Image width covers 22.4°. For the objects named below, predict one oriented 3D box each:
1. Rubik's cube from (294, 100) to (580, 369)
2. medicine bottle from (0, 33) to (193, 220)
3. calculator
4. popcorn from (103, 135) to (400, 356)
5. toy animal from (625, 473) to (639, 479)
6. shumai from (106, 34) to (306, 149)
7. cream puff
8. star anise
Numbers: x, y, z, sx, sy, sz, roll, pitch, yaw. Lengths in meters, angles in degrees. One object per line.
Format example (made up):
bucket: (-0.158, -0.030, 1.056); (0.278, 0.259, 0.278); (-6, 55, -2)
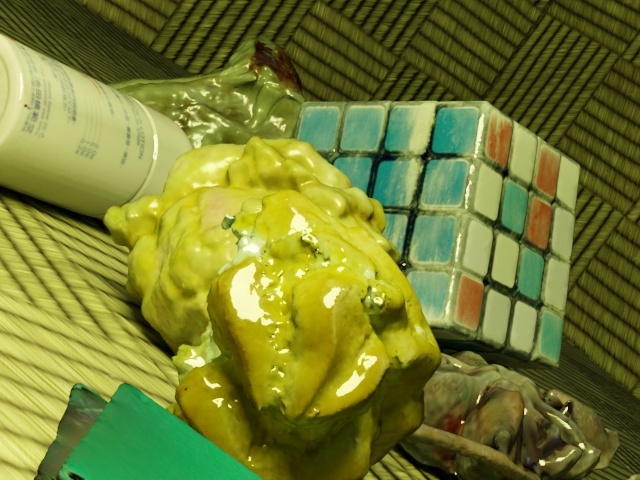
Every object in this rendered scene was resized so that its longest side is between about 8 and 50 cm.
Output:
Rubik's cube: (0.119, -0.002, 1.822); (0.256, 0.259, 0.253); (2, -16, 35)
medicine bottle: (-0.239, -0.096, 1.562); (0.130, 0.130, 0.341); (39, 8, 27)
calculator: (-0.039, 0.187, 0.869); (0.274, 0.058, 0.248); (35, 7, -5)
popcorn: (-0.046, 0.022, 1.376); (0.259, 0.212, 0.259); (44, 11, -11)
toy animal: (0.264, 0.300, 1.321); (0.272, 0.160, 0.197); (21, 16, -40)
shumai: (-0.158, -0.174, 2.071); (0.261, 0.222, 0.225); (17, 5, -10)
cream puff: (-0.016, 0.098, 1.099); (0.195, 0.221, 0.194); (11, 42, -10)
star anise: (0.146, 0.187, 1.597); (0.359, 0.139, 0.316); (19, 2, -24)
